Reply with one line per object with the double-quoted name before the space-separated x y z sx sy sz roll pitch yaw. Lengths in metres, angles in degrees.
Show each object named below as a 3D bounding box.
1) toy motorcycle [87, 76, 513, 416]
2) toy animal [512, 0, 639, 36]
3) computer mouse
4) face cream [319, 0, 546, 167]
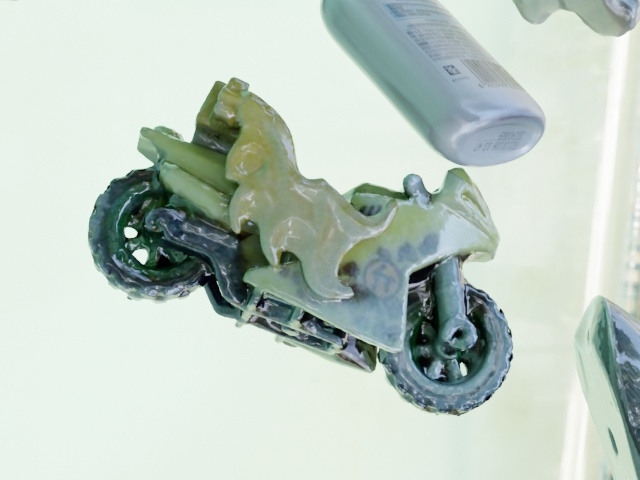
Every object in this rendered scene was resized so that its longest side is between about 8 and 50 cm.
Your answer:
"toy motorcycle" 0.000 0.000 1.071 0.169 0.410 0.237 127 -18 -67
"toy animal" 0.219 -0.312 0.813 0.308 0.266 0.188 55 40 -44
"computer mouse" 0.336 0.232 1.117 0.167 0.090 0.380 -61 136 -88
"face cream" 0.082 -0.210 1.172 0.163 0.337 0.080 -6 138 -45
